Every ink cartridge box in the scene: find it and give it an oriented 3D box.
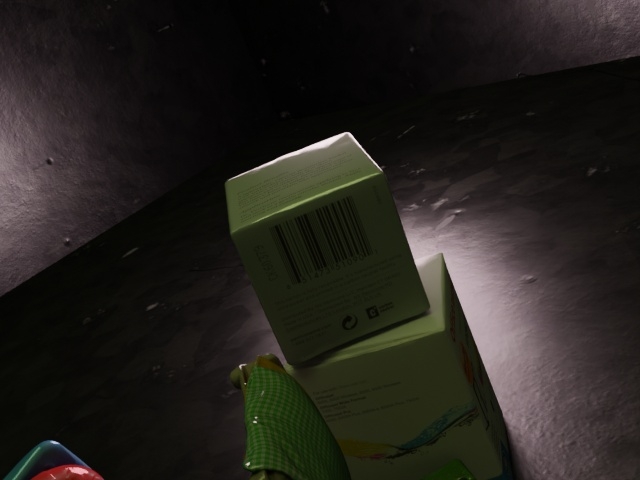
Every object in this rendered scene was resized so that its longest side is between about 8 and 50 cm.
[{"bbox_3d":[0.091,0.166,0.826,0.168,0.232,0.171,-18,21,16],"label":"ink cartridge box"}]

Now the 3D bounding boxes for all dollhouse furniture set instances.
[{"bbox_3d":[0.063,0.219,0.620,0.151,0.301,0.197,-28,18,-3],"label":"dollhouse furniture set"}]

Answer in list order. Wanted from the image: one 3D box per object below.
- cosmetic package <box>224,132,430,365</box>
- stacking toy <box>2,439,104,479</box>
[{"bbox_3d":[0.000,0.000,0.779,0.151,0.151,0.183,-22,21,0],"label":"cosmetic package"},{"bbox_3d":[-0.237,0.361,0.852,0.302,0.165,0.175,7,50,36],"label":"stacking toy"}]
